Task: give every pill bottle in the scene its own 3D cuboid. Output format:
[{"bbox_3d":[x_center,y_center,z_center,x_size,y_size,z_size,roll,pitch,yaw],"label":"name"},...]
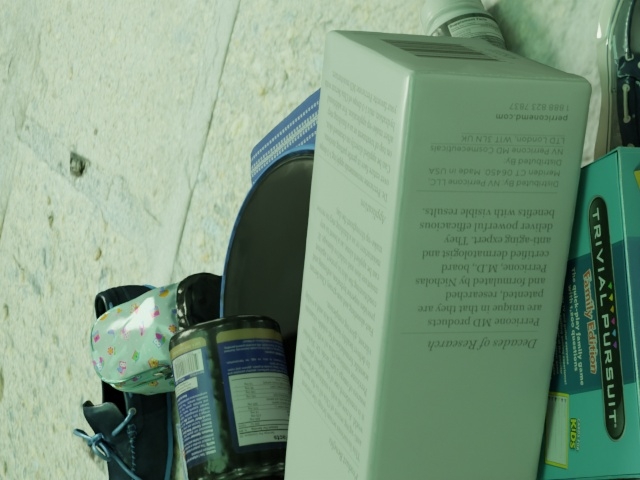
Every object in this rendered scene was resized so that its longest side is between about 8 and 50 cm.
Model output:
[{"bbox_3d":[0.151,-0.183,1.476,0.078,0.078,0.137,-48,49,42],"label":"pill bottle"},{"bbox_3d":[-0.085,0.197,1.536,0.123,0.122,0.219,-30,64,50],"label":"pill bottle"}]

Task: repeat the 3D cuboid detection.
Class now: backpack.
[{"bbox_3d":[-0.205,0.127,1.889,0.182,0.115,0.152,-23,60,28],"label":"backpack"}]

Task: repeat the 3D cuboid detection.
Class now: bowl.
[{"bbox_3d":[0.006,0.081,1.583,0.391,0.077,0.391,-3,86,58],"label":"bowl"}]

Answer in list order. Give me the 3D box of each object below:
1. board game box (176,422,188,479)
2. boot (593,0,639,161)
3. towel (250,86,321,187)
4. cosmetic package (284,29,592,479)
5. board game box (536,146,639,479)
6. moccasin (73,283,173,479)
[{"bbox_3d":[-0.111,0.284,1.814,0.194,0.060,0.194,-51,48,39],"label":"board game box"},{"bbox_3d":[0.293,-0.135,1.286,0.086,0.069,0.190,8,101,48],"label":"boot"},{"bbox_3d":[0.000,0.000,1.719,0.243,0.040,0.336,-35,57,51],"label":"towel"},{"bbox_3d":[0.089,0.060,1.277,0.230,0.161,0.453,-135,48,-66],"label":"cosmetic package"},{"bbox_3d":[0.220,0.083,1.266,0.336,0.079,0.254,150,119,-69],"label":"board game box"},{"bbox_3d":[-0.279,0.231,2.012,0.137,0.117,0.342,-13,75,54],"label":"moccasin"}]
